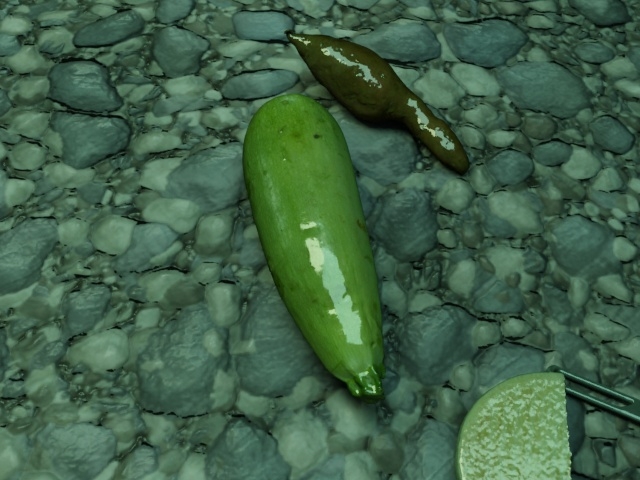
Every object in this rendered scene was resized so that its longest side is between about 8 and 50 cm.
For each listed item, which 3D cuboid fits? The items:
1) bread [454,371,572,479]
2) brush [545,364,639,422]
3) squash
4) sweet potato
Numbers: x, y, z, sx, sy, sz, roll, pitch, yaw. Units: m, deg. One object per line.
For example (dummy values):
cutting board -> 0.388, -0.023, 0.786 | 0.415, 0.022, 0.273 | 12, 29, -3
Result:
bread -> 0.184, 0.217, 0.996 | 0.112, 0.036, 0.193 | 2, 58, 1
brush -> 0.353, 0.188, 1.046 | 0.266, 0.027, 0.062 | 23, 55, 14
squash -> -0.007, -0.001, 1.078 | 0.118, 0.118, 0.371 | -6, 59, -11
sweet potato -> 0.073, -0.172, 1.235 | 0.269, 0.075, 0.075 | 37, 58, 2
